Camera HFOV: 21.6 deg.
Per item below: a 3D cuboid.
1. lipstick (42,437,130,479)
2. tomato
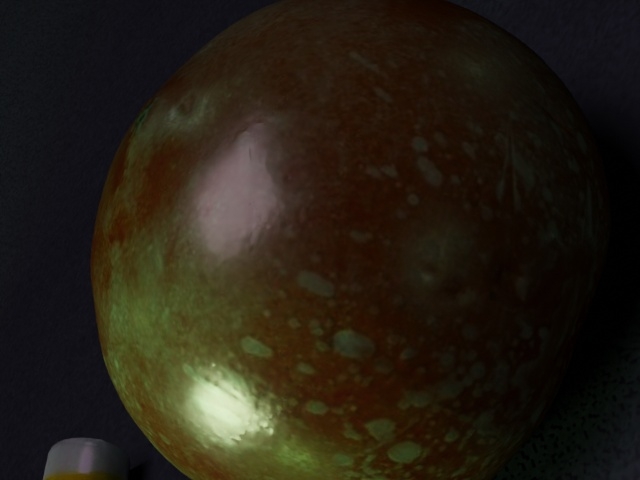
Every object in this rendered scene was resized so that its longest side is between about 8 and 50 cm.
[{"bbox_3d":[-0.164,0.252,1.049,0.059,0.059,0.264,-34,40,42],"label":"lipstick"},{"bbox_3d":[0.000,0.000,0.823,0.270,0.223,0.270,-36,37,34],"label":"tomato"}]
